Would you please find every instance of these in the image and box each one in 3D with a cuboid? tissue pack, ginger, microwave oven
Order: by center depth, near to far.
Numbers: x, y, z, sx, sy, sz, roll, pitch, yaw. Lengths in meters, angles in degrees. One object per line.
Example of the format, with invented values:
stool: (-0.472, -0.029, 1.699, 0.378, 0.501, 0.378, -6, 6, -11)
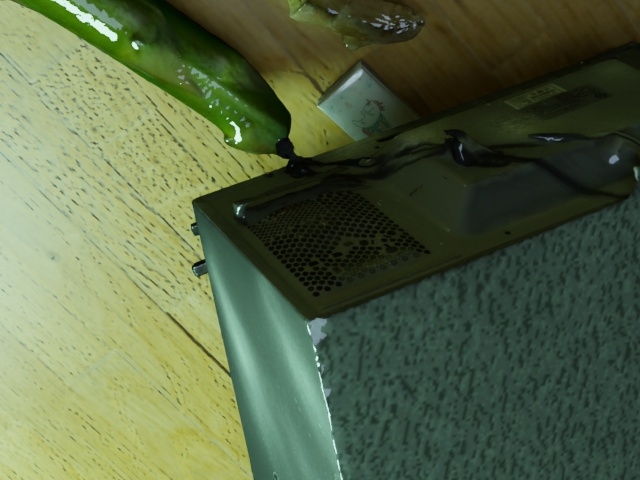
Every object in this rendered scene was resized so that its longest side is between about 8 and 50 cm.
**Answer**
microwave oven: (0.156, 0.061, 1.245, 0.432, 0.236, 0.374, -21, 120, -18)
ginger: (0.018, -0.195, 1.274, 0.137, 0.044, 0.057, 22, 96, -18)
tissue pack: (0.053, -0.104, 1.336, 0.108, 0.023, 0.056, 40, 109, -22)

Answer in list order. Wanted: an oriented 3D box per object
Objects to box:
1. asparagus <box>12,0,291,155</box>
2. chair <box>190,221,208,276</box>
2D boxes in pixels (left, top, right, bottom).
asparagus: (-0.155, -0.175, 1.245, 0.343, 0.085, 0.082, 30, 115, -21)
chair: (0.000, 0.000, 1.357, 0.212, 0.084, 0.101, -23, 122, 7)
